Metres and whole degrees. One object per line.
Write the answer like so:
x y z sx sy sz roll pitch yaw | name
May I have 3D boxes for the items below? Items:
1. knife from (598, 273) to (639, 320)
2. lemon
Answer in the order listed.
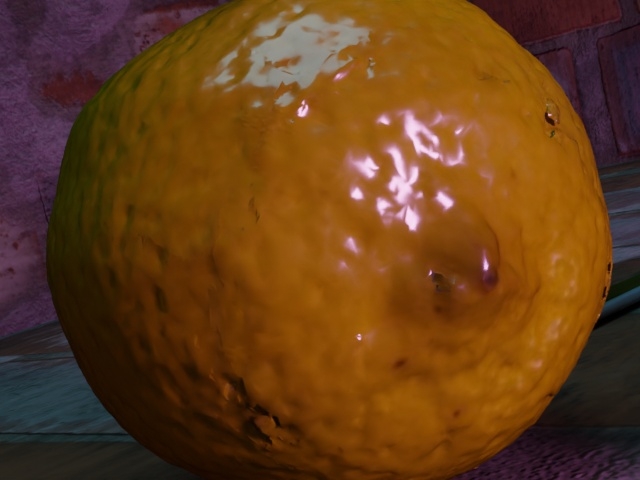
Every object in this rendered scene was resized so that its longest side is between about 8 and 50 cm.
0.219 0.065 0.951 0.343 0.027 0.061 -17 2 -38 | knife
0.001 -0.001 0.633 0.336 0.336 0.336 -13 5 1 | lemon
